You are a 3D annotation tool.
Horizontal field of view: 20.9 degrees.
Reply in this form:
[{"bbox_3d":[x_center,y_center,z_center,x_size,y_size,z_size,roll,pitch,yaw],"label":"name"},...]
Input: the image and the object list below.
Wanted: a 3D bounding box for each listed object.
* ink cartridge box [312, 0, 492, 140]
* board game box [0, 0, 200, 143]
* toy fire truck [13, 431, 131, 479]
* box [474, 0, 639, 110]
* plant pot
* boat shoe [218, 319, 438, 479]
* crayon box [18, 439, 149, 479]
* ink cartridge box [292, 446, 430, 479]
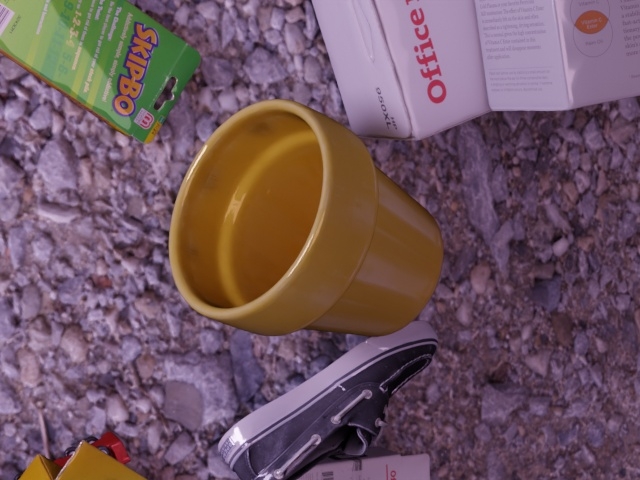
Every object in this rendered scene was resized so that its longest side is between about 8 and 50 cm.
[{"bbox_3d":[0.193,-0.313,2.023,0.395,0.166,0.285,-23,103,-22],"label":"ink cartridge box"},{"bbox_3d":[-0.263,-0.222,1.894,0.259,0.039,0.124,34,81,-21],"label":"board game box"},{"bbox_3d":[-0.243,0.291,1.940,0.192,0.047,0.135,-27,109,-18],"label":"toy fire truck"},{"bbox_3d":[0.289,-0.326,1.882,0.215,0.168,0.345,-12,99,-24],"label":"box"},{"bbox_3d":[0.000,0.000,1.933,0.239,0.254,0.254,25,84,-40],"label":"plant pot"},{"bbox_3d":[0.031,0.199,1.998,0.301,0.108,0.102,-29,66,-27],"label":"boat shoe"},{"bbox_3d":[-0.282,0.374,1.874,0.202,0.081,0.318,38,91,-27],"label":"crayon box"},{"bbox_3d":[0.038,0.305,2.064,0.180,0.060,0.104,-3,95,-24],"label":"ink cartridge box"}]
